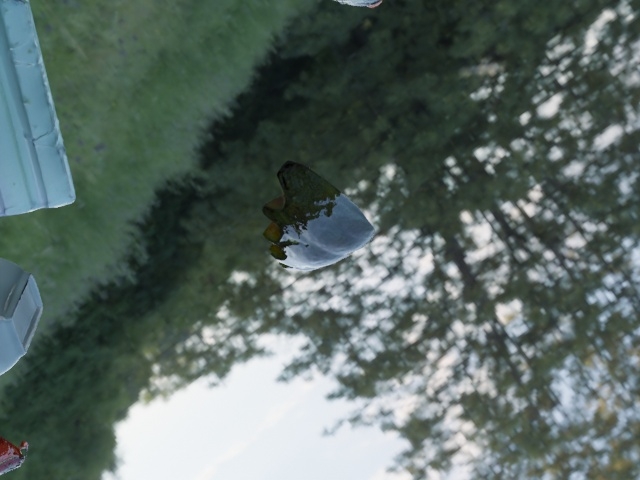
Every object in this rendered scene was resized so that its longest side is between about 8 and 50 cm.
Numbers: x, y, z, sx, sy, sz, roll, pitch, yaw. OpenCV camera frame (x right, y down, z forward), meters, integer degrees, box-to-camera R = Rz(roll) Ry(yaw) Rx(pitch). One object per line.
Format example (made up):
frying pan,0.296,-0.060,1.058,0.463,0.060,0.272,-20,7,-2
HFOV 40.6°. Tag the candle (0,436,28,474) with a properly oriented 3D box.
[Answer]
candle,-0.473,0.314,1.213,0.131,0.052,0.052,-21,174,-36

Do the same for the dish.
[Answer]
dish,-0.580,0.139,1.613,0.077,0.151,0.212,-7,-148,2

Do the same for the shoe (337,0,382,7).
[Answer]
shoe,0.018,-0.425,1.432,0.077,0.194,0.074,95,1,-64

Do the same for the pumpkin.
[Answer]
pumpkin,0.000,0.000,1.436,0.130,0.149,0.254,-50,146,-13

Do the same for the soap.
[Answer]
soap,-0.561,-0.246,1.351,0.261,0.446,0.156,-13,-142,-13
